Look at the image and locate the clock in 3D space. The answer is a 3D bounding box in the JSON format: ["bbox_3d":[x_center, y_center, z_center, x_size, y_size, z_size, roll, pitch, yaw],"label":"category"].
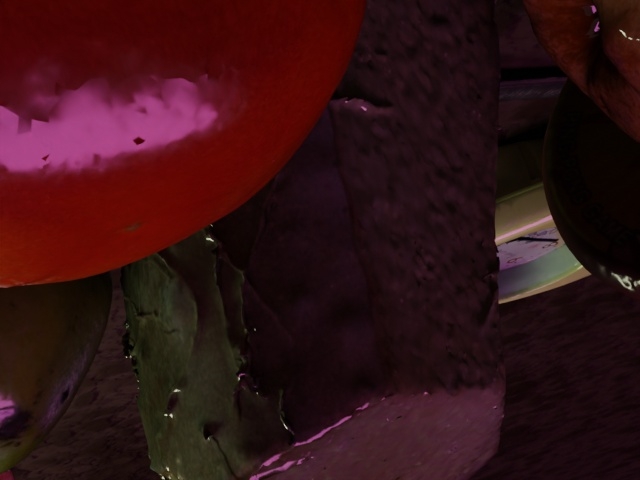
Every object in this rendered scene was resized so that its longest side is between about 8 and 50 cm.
[{"bbox_3d":[0.121,-0.009,1.273,0.232,0.069,0.170,-18,161,2],"label":"clock"}]

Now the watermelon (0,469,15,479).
[{"bbox_3d":[-0.314,0.103,1.068,0.318,0.148,0.226,5,139,-45],"label":"watermelon"}]

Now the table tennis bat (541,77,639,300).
[{"bbox_3d":[0.296,-0.112,0.947,0.414,0.268,0.051,-39,130,-9],"label":"table tennis bat"}]

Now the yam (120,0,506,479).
[{"bbox_3d":[-0.005,0.002,0.897,0.202,0.271,0.201,12,146,-45],"label":"yam"}]

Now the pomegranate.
[{"bbox_3d":[-0.193,0.023,0.909,0.187,0.187,0.225,-11,160,-22],"label":"pomegranate"}]

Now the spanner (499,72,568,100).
[{"bbox_3d":[0.134,-0.095,1.132,0.254,0.015,0.054,-6,157,-33],"label":"spanner"}]

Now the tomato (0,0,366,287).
[{"bbox_3d":[-0.104,-0.082,0.713,0.260,0.180,0.260,-17,163,-5],"label":"tomato"}]

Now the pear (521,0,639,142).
[{"bbox_3d":[0.192,-0.133,0.825,0.211,0.188,0.228,-17,163,-14],"label":"pear"}]
